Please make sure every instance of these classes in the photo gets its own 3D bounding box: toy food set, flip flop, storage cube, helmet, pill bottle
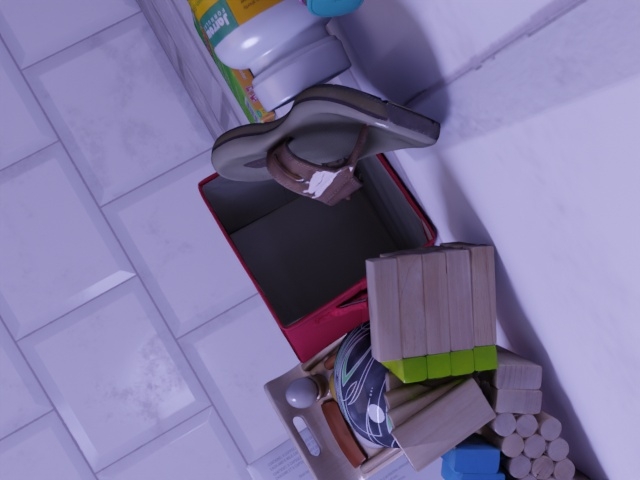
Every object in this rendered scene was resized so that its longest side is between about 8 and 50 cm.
[{"bbox_3d":[0.057,0.237,1.056,0.092,0.306,0.220,-8,-121,-51],"label":"toy food set"},{"bbox_3d":[-0.008,-0.067,0.593,0.277,0.112,0.080,-6,74,51],"label":"flip flop"},{"bbox_3d":[0.000,0.000,0.787,0.215,0.183,0.193,57,173,20],"label":"storage cube"},{"bbox_3d":[0.095,0.174,0.876,0.169,0.161,0.169,59,172,13],"label":"helmet"},{"bbox_3d":[-0.059,-0.223,0.594,0.208,0.117,0.117,62,172,-9],"label":"pill bottle"}]

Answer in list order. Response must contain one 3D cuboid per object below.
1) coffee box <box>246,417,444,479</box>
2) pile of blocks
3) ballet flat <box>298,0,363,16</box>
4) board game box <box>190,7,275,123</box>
[{"bbox_3d":[0.106,0.481,1.264,0.338,0.337,0.334,57,172,19],"label":"coffee box"},{"bbox_3d":[0.134,0.159,0.628,0.362,0.149,0.112,61,172,-9],"label":"pile of blocks"},{"bbox_3d":[0.017,-0.201,0.399,0.221,0.077,0.079,177,83,-82],"label":"ballet flat"},{"bbox_3d":[-0.158,-0.307,1.226,0.259,0.039,0.124,57,171,4],"label":"board game box"}]
